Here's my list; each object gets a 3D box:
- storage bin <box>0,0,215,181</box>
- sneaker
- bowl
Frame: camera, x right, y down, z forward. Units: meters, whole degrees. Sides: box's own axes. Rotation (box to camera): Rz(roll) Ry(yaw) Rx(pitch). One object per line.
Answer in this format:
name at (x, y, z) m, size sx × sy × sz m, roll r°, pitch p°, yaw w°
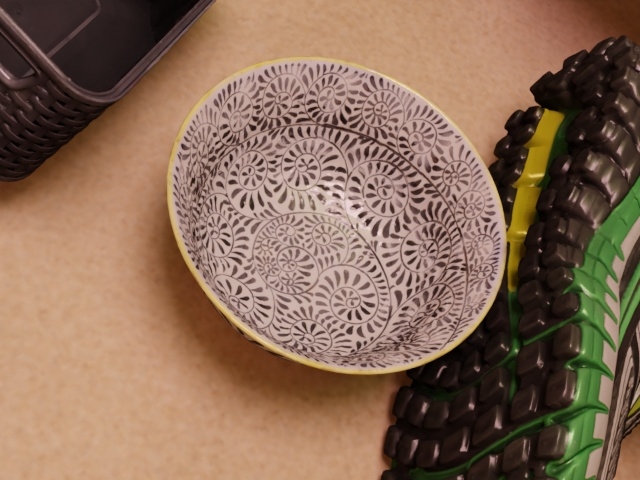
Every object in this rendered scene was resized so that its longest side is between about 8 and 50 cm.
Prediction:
storage bin at (-0.126, -0.129, 0.509) m, size 0.122 × 0.084 × 0.180 m, roll 48°, pitch 42°, yaw -16°
sneaker at (0.144, 0.058, 0.534) m, size 0.146 × 0.134 × 0.343 m, roll 35°, pitch 63°, yaw -17°
bowl at (0.000, 0.000, 0.533) m, size 0.170 × 0.080 × 0.170 m, roll 8°, pitch 61°, yaw -15°
